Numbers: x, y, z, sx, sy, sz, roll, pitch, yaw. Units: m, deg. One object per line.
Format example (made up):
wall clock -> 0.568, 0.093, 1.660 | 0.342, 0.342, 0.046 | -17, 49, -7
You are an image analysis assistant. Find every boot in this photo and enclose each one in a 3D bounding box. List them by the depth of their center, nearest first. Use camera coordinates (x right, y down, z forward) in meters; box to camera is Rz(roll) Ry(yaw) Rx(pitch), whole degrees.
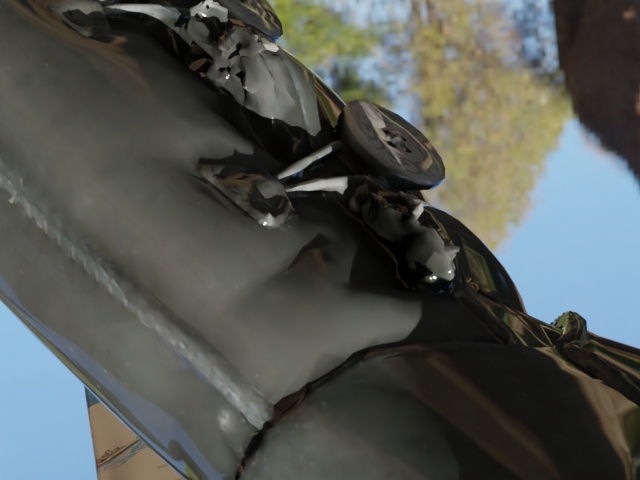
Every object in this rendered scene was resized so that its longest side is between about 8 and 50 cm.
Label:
boot -> -0.001, -0.001, 0.613 | 0.445, 0.146, 0.367 | 40, -170, 23

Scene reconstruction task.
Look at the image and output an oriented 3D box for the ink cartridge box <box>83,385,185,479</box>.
ink cartridge box -> -0.076, 0.205, 1.276 | 0.168, 0.171, 0.233 | -19, -150, -3
